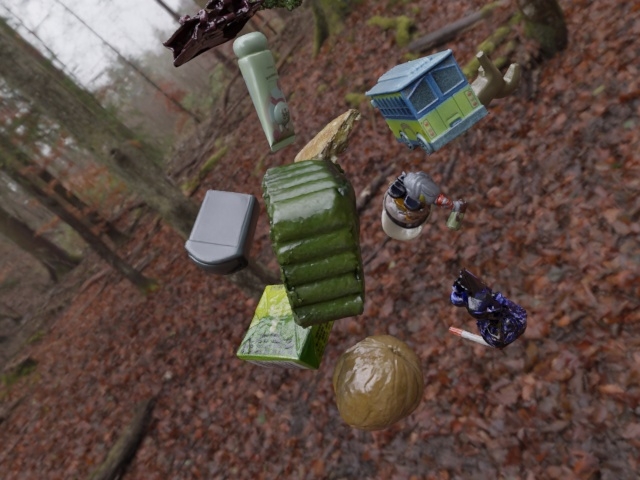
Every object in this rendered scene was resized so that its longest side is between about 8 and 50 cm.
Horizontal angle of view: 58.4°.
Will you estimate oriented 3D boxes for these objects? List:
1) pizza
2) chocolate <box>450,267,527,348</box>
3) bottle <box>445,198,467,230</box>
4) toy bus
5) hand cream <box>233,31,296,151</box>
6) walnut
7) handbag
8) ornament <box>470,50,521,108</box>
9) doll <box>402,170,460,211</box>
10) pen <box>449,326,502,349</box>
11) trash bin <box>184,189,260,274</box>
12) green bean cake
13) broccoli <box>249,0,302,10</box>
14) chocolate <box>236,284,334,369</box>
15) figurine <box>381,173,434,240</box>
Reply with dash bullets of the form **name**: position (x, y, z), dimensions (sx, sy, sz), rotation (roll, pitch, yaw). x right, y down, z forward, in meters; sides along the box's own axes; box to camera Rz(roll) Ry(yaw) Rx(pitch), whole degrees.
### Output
- **pizza**: position (0.013, -0.288, 1.859), dimensions (0.323, 0.089, 0.223), rotation (-34, 28, 43)
- **chocolate**: position (0.390, 0.158, 1.316), dimensions (0.126, 0.343, 0.149), rotation (-19, 61, 21)
- **bottle**: position (0.443, -0.083, 1.841), dimensions (0.063, 0.047, 0.101), rotation (-109, 35, -63)
- **toy bus**: position (0.237, -0.322, 1.337), dimensions (0.152, 0.190, 0.312), rotation (-36, 15, 1)
- **hand cream**: position (-0.147, -0.397, 1.539), dimensions (0.093, 0.306, 0.147), rotation (-10, 17, 27)
- **walnut**: position (0.185, 0.479, 1.903), dimensions (0.333, 0.333, 0.333), rotation (-45, 15, 16)
- **handbag**: position (-0.245, -0.487, 1.289), dimensions (0.203, 0.074, 0.216), rotation (-39, 15, -23)
- **ornament**: position (0.476, -0.441, 1.650), dimensions (0.230, 0.244, 0.061), rotation (-54, 46, 7)
- **doll**: position (0.291, -0.128, 1.522), dimensions (0.079, 0.180, 0.094), rotation (-59, 2, 2)
- **pen**: position (0.553, 0.349, 2.048), dimensions (0.028, 0.028, 0.239), rotation (-53, 30, -15)
- **trash bin**: position (-0.278, -0.020, 1.635), dimensions (0.101, 0.176, 0.236), rotation (71, -152, -62)
- **green bean cake**: position (0.000, 0.000, 1.317), dimensions (0.218, 0.335, 0.319), rotation (-14, 31, -1)
- **broccoli**: position (-0.153, -0.788, 1.584), dimensions (0.260, 0.288, 0.236), rotation (-39, 53, 50)
- **chocolate**: position (-0.102, 0.300, 1.966), dimensions (0.300, 0.137, 0.289), rotation (-7, 51, 39)
- **figurine**: position (0.302, -0.140, 1.908), dimensions (0.204, 0.185, 0.332), rotation (-48, -11, -16)
